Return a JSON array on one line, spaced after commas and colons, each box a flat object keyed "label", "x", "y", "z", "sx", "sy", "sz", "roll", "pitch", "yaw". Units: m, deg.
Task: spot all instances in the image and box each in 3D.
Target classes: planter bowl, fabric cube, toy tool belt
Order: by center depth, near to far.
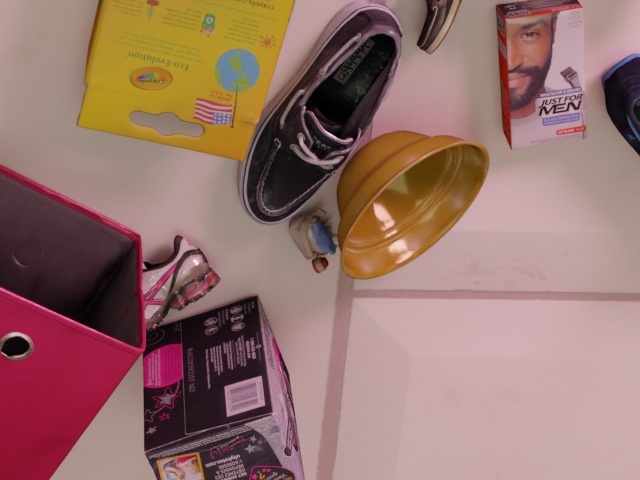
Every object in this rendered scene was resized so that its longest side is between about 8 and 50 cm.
[{"label": "fabric cube", "x": -0.374, "y": 0.097, "z": 1.591, "sx": 0.254, "sy": 0.259, "sz": 0.258, "roll": 29, "pitch": 112, "yaw": -22}, {"label": "planter bowl", "x": 0.086, "y": -0.062, "z": 1.634, "sx": 0.217, "sy": 0.090, "sz": 0.217, "roll": -31, "pitch": 154, "yaw": -18}, {"label": "toy tool belt", "x": 0.000, "y": 0.000, "z": 1.704, "sx": 0.051, "sy": 0.052, "sz": 0.083, "roll": -24, "pitch": 121, "yaw": 16}]

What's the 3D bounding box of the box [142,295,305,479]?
[{"label": "box", "x": -0.116, "y": 0.207, "z": 1.693, "sx": 0.163, "sy": 0.247, "sz": 0.142, "roll": -17, "pitch": 122, "yaw": 3}]

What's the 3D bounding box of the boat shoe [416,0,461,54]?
[{"label": "boat shoe", "x": 0.135, "y": -0.284, "z": 1.560, "sx": 0.049, "sy": 0.056, "sz": 0.152, "roll": 19, "pitch": 106, "yaw": -12}]

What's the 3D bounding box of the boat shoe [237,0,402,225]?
[{"label": "boat shoe", "x": 0.001, "y": -0.129, "z": 1.599, "sx": 0.108, "sy": 0.102, "sz": 0.301, "roll": 28, "pitch": 113, "yaw": -21}]

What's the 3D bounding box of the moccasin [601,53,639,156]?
[{"label": "moccasin", "x": 0.457, "y": -0.073, "z": 1.661, "sx": 0.342, "sy": 0.117, "sz": 0.138, "roll": 35, "pitch": 113, "yaw": -15}]

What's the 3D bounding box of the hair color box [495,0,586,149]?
[{"label": "hair color box", "x": 0.257, "y": -0.195, "z": 1.624, "sx": 0.093, "sy": 0.053, "sz": 0.167, "roll": -9, "pitch": 119, "yaw": -1}]

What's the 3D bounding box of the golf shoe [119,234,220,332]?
[{"label": "golf shoe", "x": -0.216, "y": 0.067, "z": 1.714, "sx": 0.186, "sy": 0.067, "sz": 0.086, "roll": -34, "pitch": 94, "yaw": 10}]

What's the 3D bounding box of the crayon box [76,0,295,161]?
[{"label": "crayon box", "x": -0.137, "y": -0.257, "z": 1.520, "sx": 0.202, "sy": 0.081, "sz": 0.318, "roll": 12, "pitch": 117, "yaw": -14}]
